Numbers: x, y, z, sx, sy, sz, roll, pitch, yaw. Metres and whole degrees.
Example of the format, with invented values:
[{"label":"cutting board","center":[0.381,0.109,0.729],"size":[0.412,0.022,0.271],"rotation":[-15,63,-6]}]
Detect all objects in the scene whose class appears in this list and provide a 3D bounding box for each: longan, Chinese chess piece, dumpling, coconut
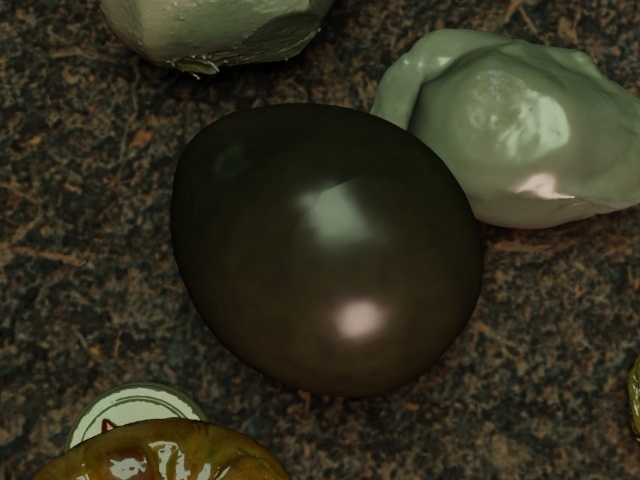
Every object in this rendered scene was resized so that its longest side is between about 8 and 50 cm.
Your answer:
[{"label":"longan","center":[0.000,0.000,1.079],"size":[0.248,0.248,0.248],"rotation":[0,72,0]},{"label":"Chinese chess piece","center":[-0.138,0.170,1.117],"size":[0.122,0.051,0.122],"rotation":[0,71,-1]},{"label":"dumpling","center":[0.156,-0.090,1.167],"size":[0.250,0.132,0.162],"rotation":[9,80,19]},{"label":"coconut","center":[-0.071,-0.248,1.173],"size":[0.234,0.224,0.224],"rotation":[2,72,1]}]

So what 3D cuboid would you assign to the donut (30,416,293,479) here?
[{"label":"donut","center":[-0.111,0.231,1.021],"size":[0.226,0.114,0.227],"rotation":[1,83,-8]}]

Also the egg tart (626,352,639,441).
[{"label":"egg tart","center":[0.298,0.128,1.133],"size":[0.130,0.052,0.130],"rotation":[1,72,-2]}]
